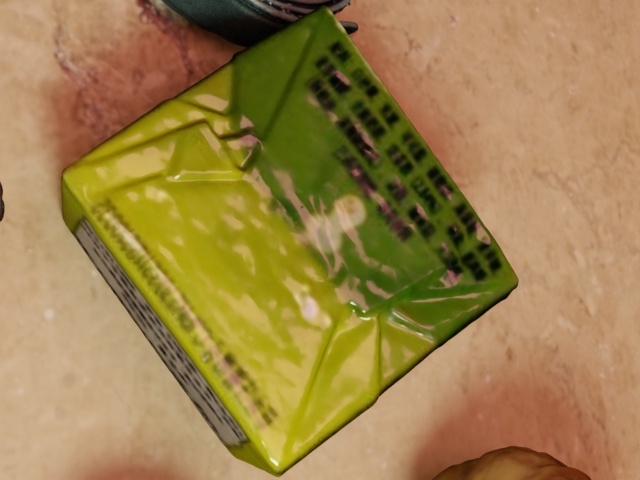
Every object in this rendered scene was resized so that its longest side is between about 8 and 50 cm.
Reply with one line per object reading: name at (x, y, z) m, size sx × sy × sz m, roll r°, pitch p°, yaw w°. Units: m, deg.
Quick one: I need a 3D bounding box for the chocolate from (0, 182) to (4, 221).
chocolate at (-0.354, -0.072, 1.178) m, size 0.248 × 0.110 × 0.110 m, roll 37°, pitch 63°, yaw -26°

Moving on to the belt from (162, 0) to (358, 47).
belt at (-0.060, -0.283, 1.398) m, size 0.267 × 0.116 × 0.206 m, roll 44°, pitch 56°, yaw -16°

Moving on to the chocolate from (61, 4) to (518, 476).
chocolate at (-0.035, 0.004, 1.317) m, size 0.289 × 0.137 × 0.301 m, roll -36°, pitch 91°, yaw -27°

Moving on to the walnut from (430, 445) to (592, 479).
walnut at (0.194, 0.311, 1.392) m, size 0.257 × 0.257 × 0.224 m, roll 41°, pitch 30°, yaw -20°
